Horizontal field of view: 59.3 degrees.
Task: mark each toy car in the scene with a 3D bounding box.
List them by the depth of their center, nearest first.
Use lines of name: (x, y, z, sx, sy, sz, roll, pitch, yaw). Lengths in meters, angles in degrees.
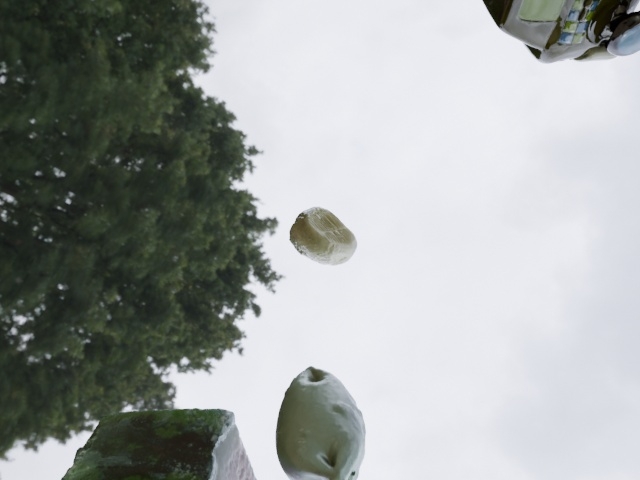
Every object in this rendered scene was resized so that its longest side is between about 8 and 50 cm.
toy car: (0.288, -0.333, 0.669, 0.198, 0.248, 0.204, -5, -124, -7)

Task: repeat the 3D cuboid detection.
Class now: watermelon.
watermelon: (-0.170, 0.362, 0.703, 0.151, 0.302, 0.264, -25, -146, 21)

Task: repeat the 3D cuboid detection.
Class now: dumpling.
dumpling: (0.013, 0.247, 0.671, 0.105, 0.149, 0.216, -37, -165, 3)

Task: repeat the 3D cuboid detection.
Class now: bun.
bun: (0.000, 0.000, 0.890, 0.069, 0.115, 0.115, -56, -141, 27)
